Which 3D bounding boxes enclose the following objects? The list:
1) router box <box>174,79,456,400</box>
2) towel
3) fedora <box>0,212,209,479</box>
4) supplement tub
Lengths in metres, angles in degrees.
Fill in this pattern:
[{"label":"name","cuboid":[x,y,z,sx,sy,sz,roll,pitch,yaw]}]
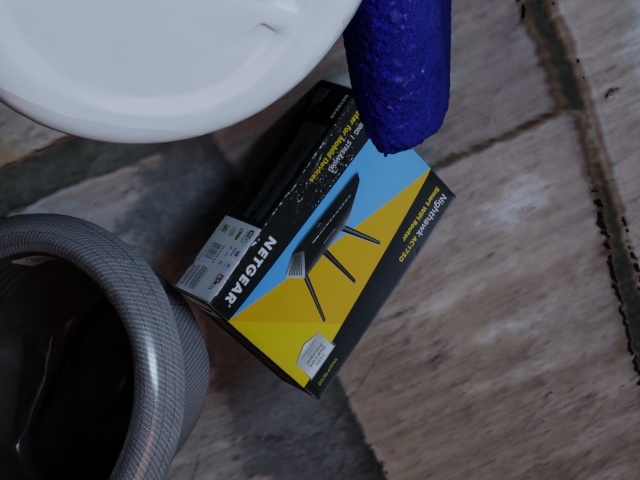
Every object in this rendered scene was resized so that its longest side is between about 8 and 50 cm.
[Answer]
[{"label":"router box","cuboid":[0.000,0.000,1.306,0.179,0.046,0.133,-56,131,-11]},{"label":"towel","cuboid":[0.028,-0.230,1.064,0.076,0.228,0.308,-2,132,7]},{"label":"fedora","cuboid":[-0.179,0.111,1.308,0.275,0.244,0.124,-53,154,19]},{"label":"supplement tub","cuboid":[-0.108,-0.221,0.938,0.207,0.338,0.207,-9,131,-11]}]
